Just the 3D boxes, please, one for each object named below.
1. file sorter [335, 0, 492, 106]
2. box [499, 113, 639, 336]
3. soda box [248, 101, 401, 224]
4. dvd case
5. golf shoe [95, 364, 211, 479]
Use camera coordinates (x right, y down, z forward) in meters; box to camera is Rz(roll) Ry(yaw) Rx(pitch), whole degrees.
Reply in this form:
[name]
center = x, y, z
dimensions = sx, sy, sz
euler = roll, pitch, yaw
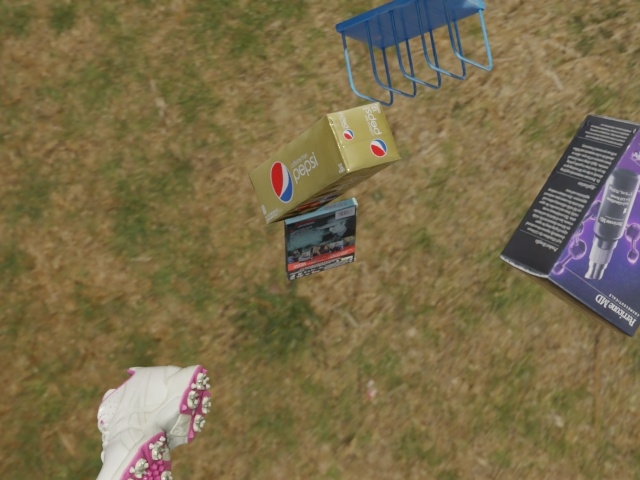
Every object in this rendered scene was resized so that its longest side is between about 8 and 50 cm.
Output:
[file sorter]
center = 0.128, -0.258, 1.597
dimensions = 0.170, 0.118, 0.104
euler = -16, 76, 32
[box]
center = 0.336, -0.018, 1.383
dimensions = 0.153, 0.108, 0.207
euler = 31, 89, -26
[soda box]
center = 0.000, -0.071, 1.136
dimensions = 0.181, 0.061, 0.058
euler = -31, 78, 60
[dvd case]
center = 0.000, 0.000, 1.390
dimensions = 0.119, 0.087, 0.013
euler = 90, 161, -57
[golf shoe]
center = -0.266, 0.281, 1.679
dimensions = 0.140, 0.306, 0.115
euler = 9, 121, 15
